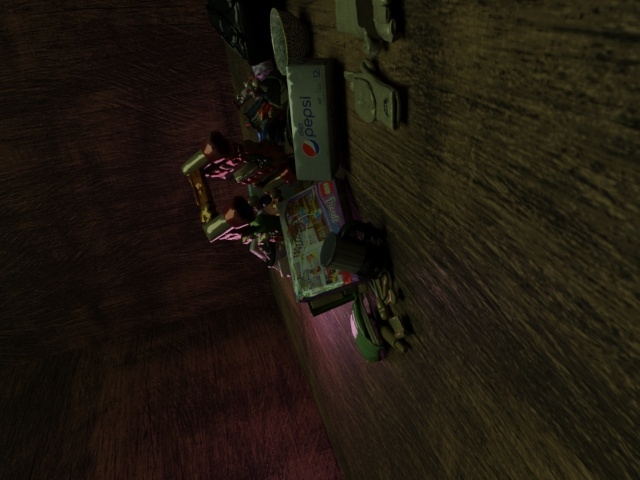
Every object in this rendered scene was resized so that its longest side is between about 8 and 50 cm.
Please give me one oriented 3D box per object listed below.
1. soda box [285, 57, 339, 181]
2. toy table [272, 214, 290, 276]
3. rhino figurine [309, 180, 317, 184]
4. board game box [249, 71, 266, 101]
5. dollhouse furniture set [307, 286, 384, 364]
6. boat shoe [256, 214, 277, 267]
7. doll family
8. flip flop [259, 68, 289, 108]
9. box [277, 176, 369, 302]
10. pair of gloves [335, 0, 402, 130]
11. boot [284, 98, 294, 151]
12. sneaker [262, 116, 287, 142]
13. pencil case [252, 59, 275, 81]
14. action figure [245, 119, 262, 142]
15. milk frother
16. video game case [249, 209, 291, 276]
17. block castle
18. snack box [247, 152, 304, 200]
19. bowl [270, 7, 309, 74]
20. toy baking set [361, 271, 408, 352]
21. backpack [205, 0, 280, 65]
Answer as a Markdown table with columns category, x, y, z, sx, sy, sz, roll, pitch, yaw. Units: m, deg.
| category | x | y | z | sx | sy | sz | roll | pitch | yaw |
| --- | --- | --- | --- | --- | --- | --- | --- | --- | --- |
| soda box | -0.014 | -0.294 | 1.100 | 0.091 | 0.098 | 0.287 | -63 | -27 | -53 |
| toy table | -0.114 | 0.009 | 1.819 | 0.274 | 0.160 | 0.252 | 128 | 126 | -73 |
| rhino figurine | -0.011 | -0.243 | 1.286 | 0.243 | 0.073 | 0.106 | 94 | 161 | -59 |
| board game box | -0.231 | -0.551 | 1.837 | 0.145 | 0.027 | 0.282 | -83 | -18 | -59 |
| dollhouse furniture set | 0.053 | 0.210 | 1.255 | 0.198 | 0.151 | 0.302 | 77 | 173 | -61 |
| boat shoe | -0.205 | 0.007 | 1.685 | 0.084 | 0.079 | 0.233 | -124 | 28 | -47 |
| doll family | -0.208 | -0.500 | 1.654 | 0.118 | 0.163 | 0.263 | 39 | -170 | -51 |
| flip flop | -0.134 | -0.500 | 1.495 | 0.080 | 0.112 | 0.277 | 53 | -179 | -37 |
| box | 0.000 | 0.000 | 1.198 | 0.057 | 0.200 | 0.294 | 13 | -120 | -55 |
| pair of gloves | 0.092 | -0.334 | 0.805 | 0.204 | 0.042 | 0.240 | -134 | 30 | -59 |
| boot | -0.075 | -0.368 | 1.394 | 0.179 | 0.085 | 0.237 | -119 | 18 | -56 |
| sneaker | -0.173 | -0.477 | 1.738 | 0.081 | 0.090 | 0.233 | 101 | 173 | -67 |
| pencil case | -0.230 | -0.711 | 1.705 | 0.086 | 0.088 | 0.206 | -22 | 79 | 33 |
| action figure | -0.247 | -0.370 | 1.929 | 0.280 | 0.139 | 0.091 | 55 | -159 | 1 |
| milk frother | 0.073 | 0.011 | 1.050 | 0.129 | 0.134 | 0.143 | -72 | 20 | 4 |
| video game case | -0.199 | 0.015 | 1.977 | 0.285 | 0.025 | 0.204 | 41 | -132 | -47 |
| block castle | -0.184 | -0.157 | 1.414 | 0.453 | 0.212 | 0.303 | 5 | -120 | -58 |
| snack box | -0.180 | -0.234 | 1.719 | 0.070 | 0.206 | 0.175 | -153 | 51 | -74 |
| bowl | -0.078 | -0.546 | 1.215 | 0.170 | 0.080 | 0.170 | 166 | 90 | -77 |
| toy baking set | 0.159 | 0.159 | 1.103 | 0.256 | 0.030 | 0.197 | -156 | 55 | -74 |
| backpack | -0.257 | -0.768 | 1.440 | 0.355 | 0.273 | 0.290 | 34 | 144 | 39 |
